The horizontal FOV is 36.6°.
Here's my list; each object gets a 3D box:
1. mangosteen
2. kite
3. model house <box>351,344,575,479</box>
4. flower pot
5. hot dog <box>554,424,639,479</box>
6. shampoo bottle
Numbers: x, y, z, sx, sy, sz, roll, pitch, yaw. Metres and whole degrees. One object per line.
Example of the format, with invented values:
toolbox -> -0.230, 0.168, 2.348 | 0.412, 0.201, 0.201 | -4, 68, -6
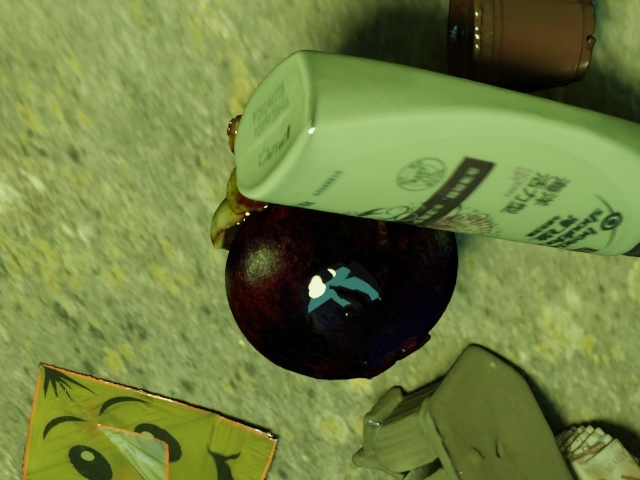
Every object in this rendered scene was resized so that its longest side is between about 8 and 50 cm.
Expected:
mangosteen -> 0.000, 0.000, 0.770 | 0.194, 0.194, 0.230 | -38, 84, 30
kite -> -0.215, 0.254, 1.083 | 0.378, 0.013, 0.327 | -19, 119, 25
model house -> 0.130, 0.237, 0.916 | 0.188, 0.122, 0.229 | -39, 72, 41
flower pot -> 0.142, -0.144, 0.681 | 0.089, 0.111, 0.111 | 0, 126, -2
hot dog -> 0.294, 0.294, 0.897 | 0.075, 0.268, 0.144 | -5, 145, -43
shampoo bottle -> 0.130, -0.051, 0.665 | 0.359, 0.078, 0.134 | 8, 151, -28
